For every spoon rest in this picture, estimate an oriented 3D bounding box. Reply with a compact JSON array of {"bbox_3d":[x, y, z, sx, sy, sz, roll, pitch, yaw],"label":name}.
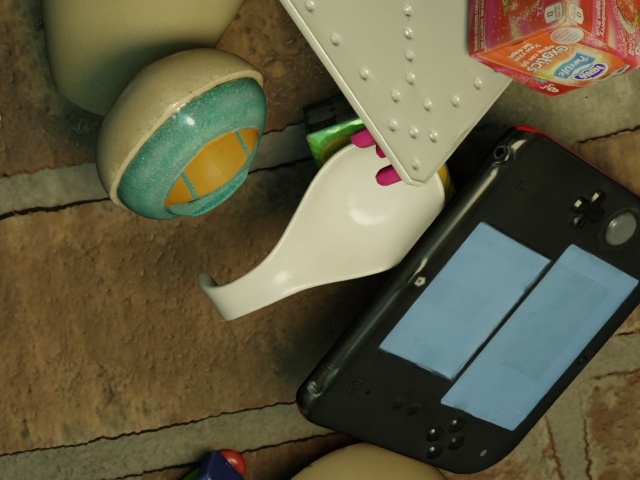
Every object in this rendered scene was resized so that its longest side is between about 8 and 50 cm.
[{"bbox_3d":[0.000,0.000,1.554,0.276,0.084,0.137,-33,106,10],"label":"spoon rest"}]

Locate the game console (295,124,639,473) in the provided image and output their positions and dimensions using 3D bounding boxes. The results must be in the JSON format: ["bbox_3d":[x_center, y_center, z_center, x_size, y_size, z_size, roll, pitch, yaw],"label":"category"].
[{"bbox_3d":[0.193,0.081,1.645,0.342,0.060,0.386,24,109,-48],"label":"game console"}]

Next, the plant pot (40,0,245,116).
[{"bbox_3d":[-0.181,-0.269,1.533,0.256,0.256,0.274,17,124,-7],"label":"plant pot"}]

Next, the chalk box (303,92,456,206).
[{"bbox_3d":[0.062,-0.097,1.636,0.132,0.132,0.213,-18,109,4],"label":"chalk box"}]

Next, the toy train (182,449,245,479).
[{"bbox_3d":[-0.096,0.378,1.803,0.143,0.105,0.248,-35,106,19],"label":"toy train"}]

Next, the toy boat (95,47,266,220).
[{"bbox_3d":[-0.073,-0.129,1.493,0.318,0.267,0.148,-39,82,-3],"label":"toy boat"}]

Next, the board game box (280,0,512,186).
[{"bbox_3d":[0.063,-0.303,1.473,0.050,0.390,0.390,-19,113,45],"label":"board game box"}]

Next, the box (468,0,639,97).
[{"bbox_3d":[0.233,-0.288,1.503,0.128,0.122,0.257,20,64,-40],"label":"box"}]

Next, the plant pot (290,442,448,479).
[{"bbox_3d":[0.078,0.393,1.706,0.284,0.191,0.284,-12,115,-27],"label":"plant pot"}]
